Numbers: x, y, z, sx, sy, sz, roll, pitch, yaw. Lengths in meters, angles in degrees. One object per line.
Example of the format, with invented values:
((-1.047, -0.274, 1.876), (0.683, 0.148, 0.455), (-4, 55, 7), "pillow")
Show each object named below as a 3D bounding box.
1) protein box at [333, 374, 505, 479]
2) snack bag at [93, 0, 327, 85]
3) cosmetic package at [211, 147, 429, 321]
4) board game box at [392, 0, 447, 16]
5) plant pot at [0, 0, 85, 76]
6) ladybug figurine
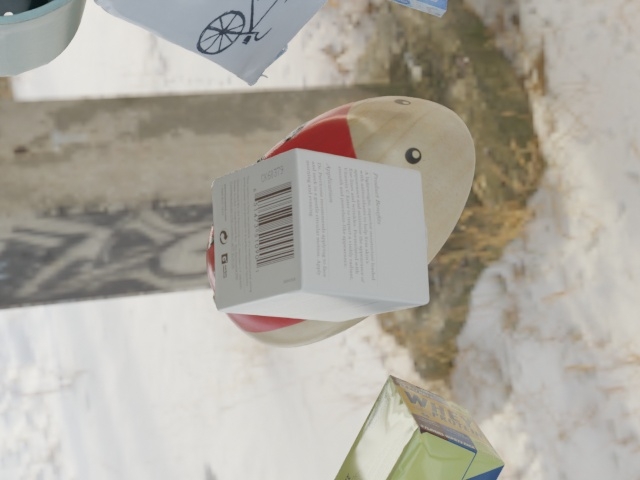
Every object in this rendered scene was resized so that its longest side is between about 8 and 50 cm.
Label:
((0.128, 0.329, 1.767), (0.200, 0.136, 0.201), (-63, 14, 9), "protein box")
((-0.048, -0.327, 1.359), (0.323, 0.342, 0.037), (-46, 67, 12), "snack bag")
((0.000, 0.000, 1.376), (0.151, 0.183, 0.151), (-16, 71, 48), "cosmetic package")
((0.119, -0.335, 1.609), (0.020, 0.090, 0.090), (135, 146, -59), "board game box")
((-0.454, -0.397, 1.766), (0.334, 0.341, 0.341), (133, 129, -73), "plant pot")
((0.000, -0.032, 1.696), (0.449, 0.162, 0.305), (-39, 43, 27), "ladybug figurine")
